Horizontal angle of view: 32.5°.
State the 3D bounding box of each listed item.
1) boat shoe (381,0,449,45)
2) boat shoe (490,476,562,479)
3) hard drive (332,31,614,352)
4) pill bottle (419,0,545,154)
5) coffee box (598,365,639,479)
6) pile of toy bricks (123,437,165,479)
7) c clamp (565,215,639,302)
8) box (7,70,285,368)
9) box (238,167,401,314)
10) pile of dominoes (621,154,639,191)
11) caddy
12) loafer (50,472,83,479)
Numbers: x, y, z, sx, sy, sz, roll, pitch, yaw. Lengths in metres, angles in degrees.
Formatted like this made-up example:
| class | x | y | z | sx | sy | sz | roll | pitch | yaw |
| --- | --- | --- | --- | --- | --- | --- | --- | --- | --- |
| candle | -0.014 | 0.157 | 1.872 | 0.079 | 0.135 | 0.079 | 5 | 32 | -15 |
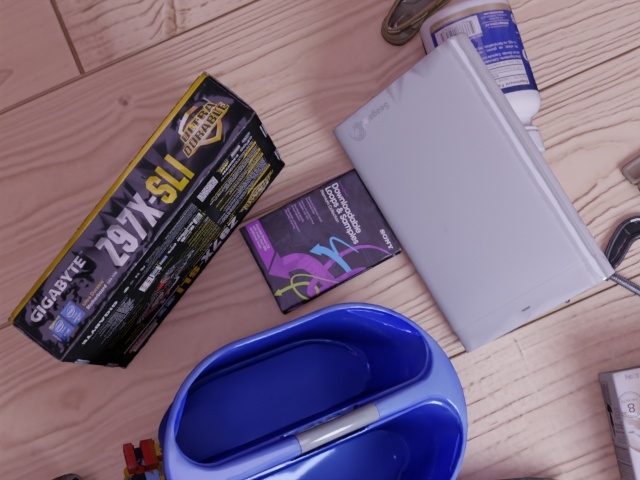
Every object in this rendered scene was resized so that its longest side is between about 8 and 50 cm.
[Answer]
| class | x | y | z | sx | sy | sz | roll | pitch | yaw |
| --- | --- | --- | --- | --- | --- | --- | --- | --- | --- |
| boat shoe | 0.128 | -0.305 | 1.331 | 0.056 | 0.048 | 0.153 | 41 | 87 | 8 |
| boat shoe | 0.204 | 0.315 | 1.242 | 0.183 | 0.065 | 0.083 | -5 | 84 | 10 |
| hard drive | 0.164 | -0.048 | 1.238 | 0.203 | 0.040 | 0.308 | -35 | 83 | 38 |
| pill bottle | 0.193 | -0.178 | 1.279 | 0.112 | 0.112 | 0.187 | -16 | 82 | 2 |
| coffee box | 0.408 | 0.255 | 1.214 | 0.141 | 0.098 | 0.247 | -12 | 82 | 3 |
| pile of toy bricks | -0.150 | 0.314 | 1.223 | 0.105 | 0.118 | 0.212 | -10 | 55 | -18 |
| c clamp | 0.385 | 0.045 | 1.285 | 0.160 | 0.022 | 0.137 | 25 | 80 | 8 |
| box | -0.176 | -0.008 | 1.209 | 0.079 | 0.257 | 0.322 | 37 | 87 | 7 |
| box | 0.000 | 0.000 | 1.311 | 0.162 | 0.029 | 0.116 | -28 | 82 | -2 |
| pile of dominoes | 0.509 | -0.080 | 1.266 | 0.251 | 0.040 | 0.196 | -34 | 55 | 0 |
| caddy | -0.009 | 0.207 | 1.161 | 0.341 | 0.179 | 0.241 | -20 | 82 | -25 |
| loafer | -0.256 | 0.388 | 1.225 | 0.084 | 0.096 | 0.268 | -38 | 72 | 17 |
